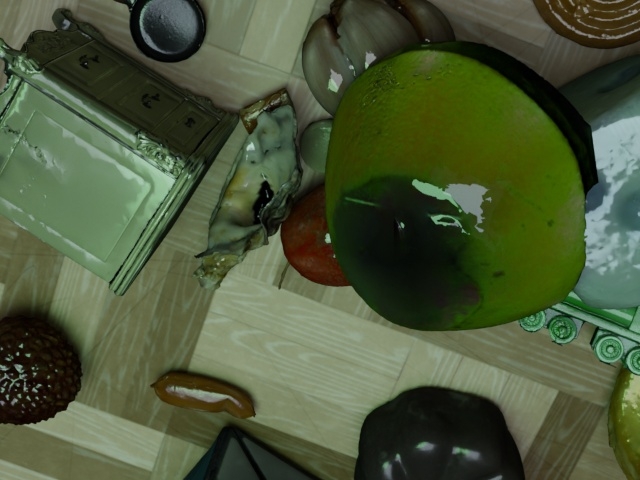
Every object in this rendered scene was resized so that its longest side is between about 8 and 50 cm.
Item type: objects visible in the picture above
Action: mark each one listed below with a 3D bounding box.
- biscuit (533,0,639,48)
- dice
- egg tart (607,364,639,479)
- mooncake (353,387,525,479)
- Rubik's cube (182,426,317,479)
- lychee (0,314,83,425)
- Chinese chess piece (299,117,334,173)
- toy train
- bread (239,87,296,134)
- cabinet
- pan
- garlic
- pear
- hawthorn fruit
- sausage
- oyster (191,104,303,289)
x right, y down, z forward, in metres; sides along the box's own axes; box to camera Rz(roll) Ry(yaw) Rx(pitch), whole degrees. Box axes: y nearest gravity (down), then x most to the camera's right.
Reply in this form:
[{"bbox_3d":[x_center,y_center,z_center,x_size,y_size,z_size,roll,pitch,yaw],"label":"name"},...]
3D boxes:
[{"bbox_3d":[0.405,-0.341,1.398,0.224,0.033,0.144,-2,109,7],"label":"biscuit"},{"bbox_3d":[0.417,-0.083,1.367,0.262,0.264,0.268,-27,106,14],"label":"dice"},{"bbox_3d":[0.590,0.273,1.516,0.120,0.315,0.315,19,117,-43],"label":"egg tart"},{"bbox_3d":[0.195,0.400,1.626,0.306,0.154,0.306,1,111,3],"label":"mooncake"},{"bbox_3d":[-0.142,0.542,1.634,0.310,0.305,0.307,35,112,-10],"label":"Rubik's cube"},{"bbox_3d":[-0.482,0.217,1.619,0.188,0.188,0.188,2,110,5],"label":"lychee"},{"bbox_3d":[0.010,-0.142,1.505,0.084,0.034,0.084,4,116,8],"label":"Chinese chess piece"},{"bbox_3d":[0.418,0.118,1.530,0.251,0.085,0.119,23,95,8],"label":"toy train"},{"bbox_3d":[-0.080,-0.194,1.497,0.083,0.036,0.047,-23,122,12],"label":"bread"},{"bbox_3d":[-0.322,-0.142,1.407,0.318,0.290,0.227,33,110,-6],"label":"cabinet"},{"bbox_3d":[-0.267,-0.342,1.458,0.212,0.040,0.115,29,111,-13],"label":"pan"},{"bbox_3d":[0.080,-0.257,1.394,0.214,0.160,0.191,-20,112,15],"label":"garlic"},{"bbox_3d":[0.142,-0.033,1.248,0.399,0.165,0.399,21,131,26],"label":"pear"},{"bbox_3d":[0.000,0.000,1.514,0.203,0.162,0.162,-14,109,29],"label":"hawthorn fruit"},{"bbox_3d":[-0.193,0.257,1.662,0.183,0.054,0.062,12,143,-1],"label":"sausage"},{"bbox_3d":[-0.096,-0.053,1.473,0.100,0.271,0.275,23,82,-14],"label":"oyster"}]
